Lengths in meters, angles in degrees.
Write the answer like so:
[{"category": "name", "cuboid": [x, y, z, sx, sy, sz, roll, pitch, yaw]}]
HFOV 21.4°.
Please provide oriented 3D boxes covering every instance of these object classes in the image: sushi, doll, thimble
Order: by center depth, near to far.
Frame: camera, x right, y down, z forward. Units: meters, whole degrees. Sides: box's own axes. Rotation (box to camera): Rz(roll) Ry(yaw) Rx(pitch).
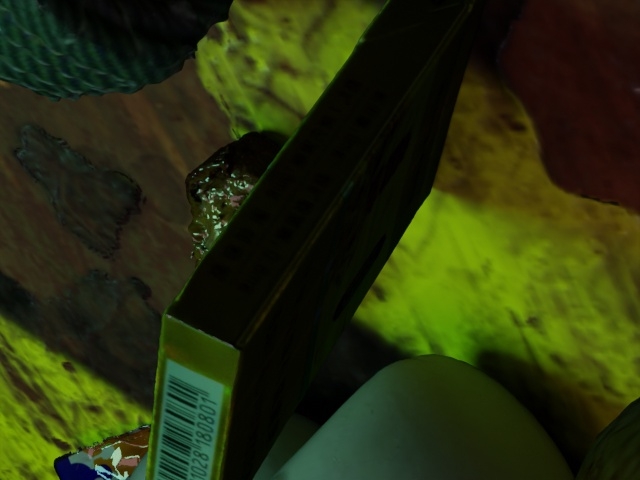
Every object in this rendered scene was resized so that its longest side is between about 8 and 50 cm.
[{"category": "thimble", "cuboid": [-0.096, -0.121, 0.598, 0.090, 0.118, 0.135, -2, 145, 45]}, {"category": "sushi", "cuboid": [-0.032, 0.004, 0.729, 0.061, 0.060, 0.118, 1, 132, 30]}, {"category": "doll", "cuboid": [0.000, 0.146, 0.784, 0.221, 0.221, 0.251, 32, 120, 4]}]

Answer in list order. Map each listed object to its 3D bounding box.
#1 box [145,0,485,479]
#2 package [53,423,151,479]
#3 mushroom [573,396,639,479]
[{"category": "box", "cuboid": [0.000, 0.000, 0.589, 0.030, 0.193, 0.121, 25, 141, 10]}, {"category": "package", "cuboid": [-0.098, 0.140, 0.950, 0.110, 0.033, 0.077, -15, 98, 30]}, {"category": "mushroom", "cuboid": [0.228, 0.076, 0.467, 0.331, 0.334, 0.356, -9, 89, 15]}]
